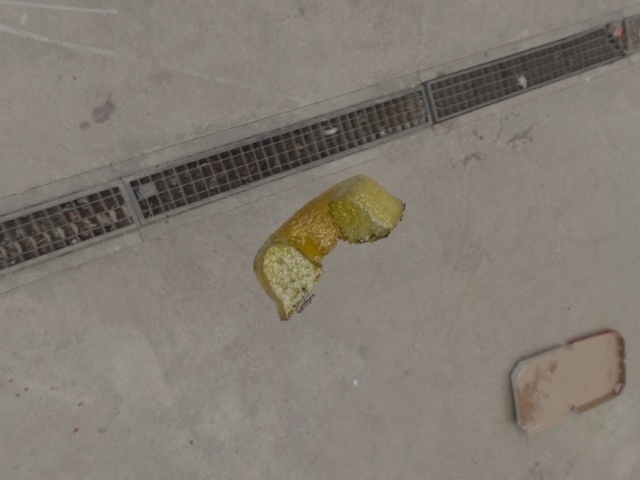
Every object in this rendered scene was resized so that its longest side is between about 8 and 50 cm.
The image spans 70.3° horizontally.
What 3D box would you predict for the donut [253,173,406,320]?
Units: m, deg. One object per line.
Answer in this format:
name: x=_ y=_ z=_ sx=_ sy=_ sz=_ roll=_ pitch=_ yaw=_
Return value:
donut: x=0.002 y=-0.005 z=0.496 sx=0.181 sy=0.146 sz=0.078 roll=-42 pitch=102 yaw=13
